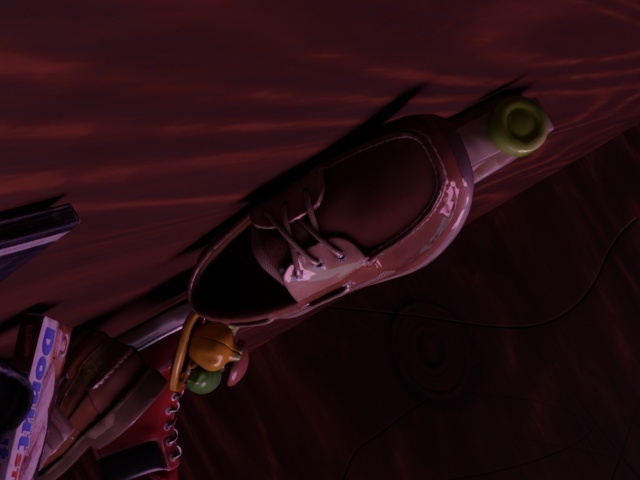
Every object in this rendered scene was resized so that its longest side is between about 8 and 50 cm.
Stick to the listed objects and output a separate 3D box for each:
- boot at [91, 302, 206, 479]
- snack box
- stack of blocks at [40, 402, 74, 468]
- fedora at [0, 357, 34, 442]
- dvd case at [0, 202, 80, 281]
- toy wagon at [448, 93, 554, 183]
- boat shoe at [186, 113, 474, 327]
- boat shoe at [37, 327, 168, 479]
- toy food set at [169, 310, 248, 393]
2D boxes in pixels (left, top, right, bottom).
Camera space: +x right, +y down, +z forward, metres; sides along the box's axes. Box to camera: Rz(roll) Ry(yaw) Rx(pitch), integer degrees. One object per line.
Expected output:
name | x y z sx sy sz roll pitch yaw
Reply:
boot | -0.163 0.175 1.641 0.244 0.176 0.088 -30 173 -10
snack box | -0.237 0.149 1.135 0.022 0.178 0.064 9 170 13
stack of blocks | -0.333 0.210 1.223 0.171 0.087 0.297 -35 -176 6
fedora | -0.303 0.185 0.789 0.334 0.152 0.334 -20 156 -9
dvd case | -0.261 0.047 0.813 0.221 0.018 0.164 -32 173 34
toy wagon | 0.072 -0.042 1.429 0.344 0.068 0.267 -26 174 -19
boat shoe | 0.000 0.000 1.193 0.116 0.123 0.324 -21 169 -43
boat shoe | -0.265 0.170 1.483 0.307 0.104 0.111 -39 -171 47
toy food set | -0.105 0.103 1.485 0.071 0.128 0.218 16 175 0
